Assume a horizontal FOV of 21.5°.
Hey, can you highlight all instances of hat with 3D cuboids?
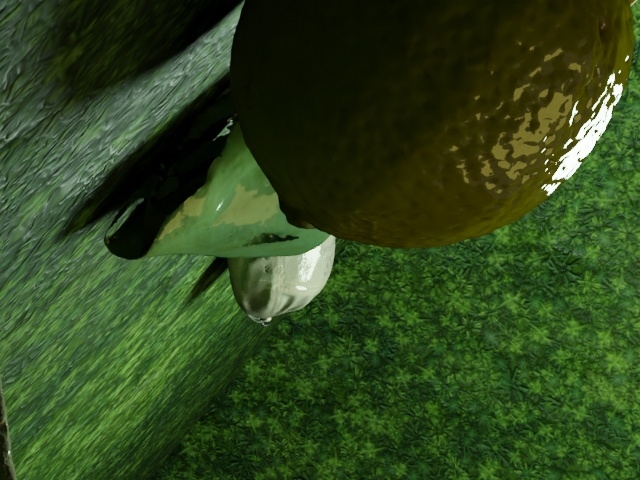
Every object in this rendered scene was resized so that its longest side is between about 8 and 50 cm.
[{"bbox_3d":[0.000,0.000,2.102,0.226,0.164,0.219,-18,-173,20],"label":"hat"}]

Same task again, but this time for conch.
[{"bbox_3d":[-0.063,-0.059,1.338,0.143,0.137,0.250,-22,167,25],"label":"conch"}]

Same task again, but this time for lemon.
[{"bbox_3d":[0.070,-0.122,1.100,0.267,0.267,0.267,-48,176,-5],"label":"lemon"}]

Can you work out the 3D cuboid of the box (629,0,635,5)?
[{"bbox_3d":[0.262,-0.310,1.232,0.301,0.084,0.193,-60,-176,-16],"label":"box"}]

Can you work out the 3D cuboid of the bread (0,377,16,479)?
[{"bbox_3d":[-0.228,0.148,1.163,0.105,0.152,0.077,-40,172,-36],"label":"bread"}]
